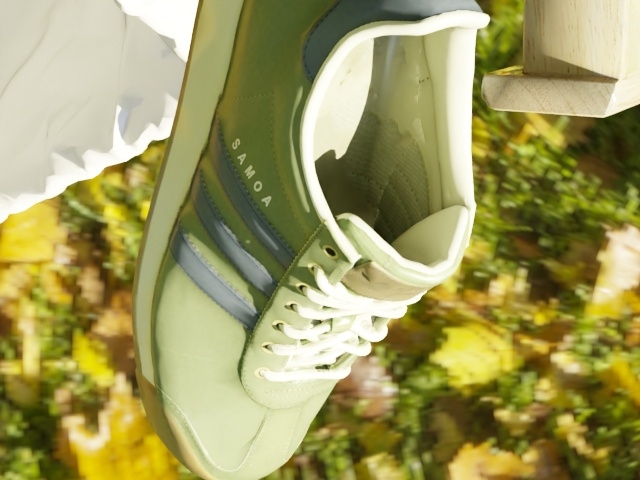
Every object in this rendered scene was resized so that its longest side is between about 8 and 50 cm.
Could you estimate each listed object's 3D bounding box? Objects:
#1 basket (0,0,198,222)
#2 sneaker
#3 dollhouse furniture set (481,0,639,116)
[{"bbox_3d":[-0.225,-0.216,1.151,0.331,0.328,0.266,-22,43,42],"label":"basket"},{"bbox_3d":[0.000,0.000,0.543,0.086,0.064,0.192,36,126,43],"label":"sneaker"},{"bbox_3d":[0.002,-0.135,0.657,0.242,0.212,0.161,6,102,25],"label":"dollhouse furniture set"}]
